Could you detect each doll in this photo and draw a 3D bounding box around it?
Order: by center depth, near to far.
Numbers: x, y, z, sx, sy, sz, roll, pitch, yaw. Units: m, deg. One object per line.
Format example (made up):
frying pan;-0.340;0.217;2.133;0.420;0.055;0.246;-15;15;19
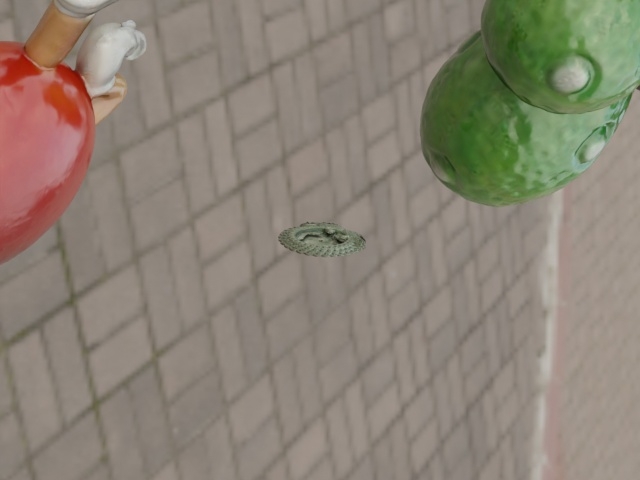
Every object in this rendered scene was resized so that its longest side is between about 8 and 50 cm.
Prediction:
doll;-0.156;-0.054;0.697;0.183;0.085;0.217;-28;160;-29

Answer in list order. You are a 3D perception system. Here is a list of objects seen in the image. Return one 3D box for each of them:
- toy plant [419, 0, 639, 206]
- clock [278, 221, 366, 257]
toy plant;0.157;-0.124;0.817;0.235;0.175;0.218;-40;171;-10
clock;0.000;0.000;1.351;0.083;0.074;0.010;-17;122;-48
